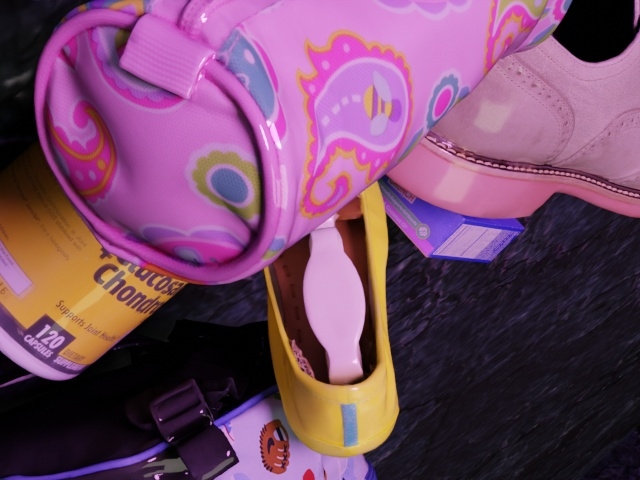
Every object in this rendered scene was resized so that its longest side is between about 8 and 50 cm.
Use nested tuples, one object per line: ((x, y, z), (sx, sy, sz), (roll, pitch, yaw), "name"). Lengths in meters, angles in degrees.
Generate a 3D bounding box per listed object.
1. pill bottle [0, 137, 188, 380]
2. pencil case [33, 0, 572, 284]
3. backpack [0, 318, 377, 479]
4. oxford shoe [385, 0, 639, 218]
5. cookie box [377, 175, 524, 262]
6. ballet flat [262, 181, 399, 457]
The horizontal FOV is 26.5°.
((-0.092, -0.023, 0.673), (0.184, 0.103, 0.103), (-40, 158, 7), "pill bottle")
((0.011, -0.092, 0.575), (0.284, 0.124, 0.124), (-40, 166, -44), "pencil case")
((-0.092, 0.148, 0.793), (0.276, 0.213, 0.263), (-7, -165, 30), "backpack")
((0.191, -0.107, 0.900), (0.397, 0.140, 0.147), (-12, 141, -51), "oxford shoe")
((0.080, -0.030, 0.942), (0.040, 0.092, 0.107), (-48, 155, 19), "cookie box")
((0.000, 0.000, 0.712), (0.077, 0.231, 0.077), (-9, 148, -1), "ballet flat")
